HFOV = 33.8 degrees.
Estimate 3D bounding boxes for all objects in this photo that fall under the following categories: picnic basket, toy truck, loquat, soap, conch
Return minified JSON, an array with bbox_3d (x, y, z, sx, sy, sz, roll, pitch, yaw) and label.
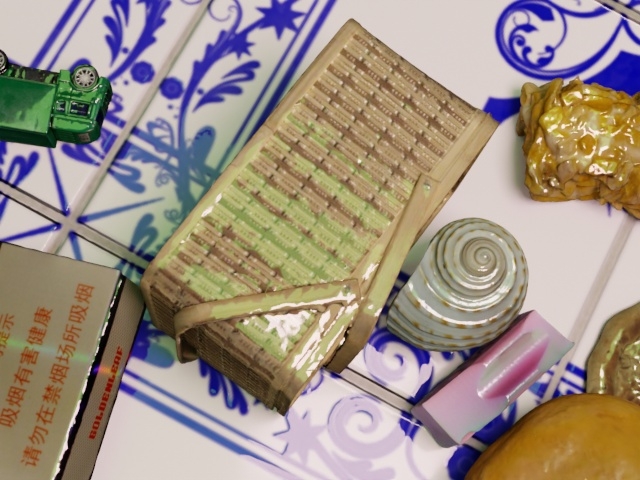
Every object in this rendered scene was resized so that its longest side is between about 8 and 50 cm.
[{"bbox_3d":[0.000,0.000,0.949,0.175,0.228,0.313,36,75,5],"label":"picnic basket"},{"bbox_3d":[-0.280,-0.137,1.027,0.147,0.065,0.079,7,80,-5],"label":"toy truck"},{"bbox_3d":[0.229,0.240,0.952,0.234,0.176,0.187,-33,41,5],"label":"loquat"},{"bbox_3d":[0.163,0.130,1.003,0.149,0.100,0.056,-39,85,-13],"label":"soap"},{"bbox_3d":[0.129,0.052,0.976,0.135,0.153,0.102,-27,53,-18],"label":"conch"}]

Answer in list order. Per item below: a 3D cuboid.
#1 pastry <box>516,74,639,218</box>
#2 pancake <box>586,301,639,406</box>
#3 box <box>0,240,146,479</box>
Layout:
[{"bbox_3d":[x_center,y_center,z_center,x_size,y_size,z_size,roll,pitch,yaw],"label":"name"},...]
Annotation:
[{"bbox_3d":[0.326,-0.098,1.070,0.250,0.102,0.154,6,76,-3],"label":"pastry"},{"bbox_3d":[0.375,0.154,1.060,0.235,0.029,0.211,-26,81,-13],"label":"pancake"},{"bbox_3d":[-0.325,0.091,0.921,0.310,0.084,0.198,13,77,13],"label":"box"}]
